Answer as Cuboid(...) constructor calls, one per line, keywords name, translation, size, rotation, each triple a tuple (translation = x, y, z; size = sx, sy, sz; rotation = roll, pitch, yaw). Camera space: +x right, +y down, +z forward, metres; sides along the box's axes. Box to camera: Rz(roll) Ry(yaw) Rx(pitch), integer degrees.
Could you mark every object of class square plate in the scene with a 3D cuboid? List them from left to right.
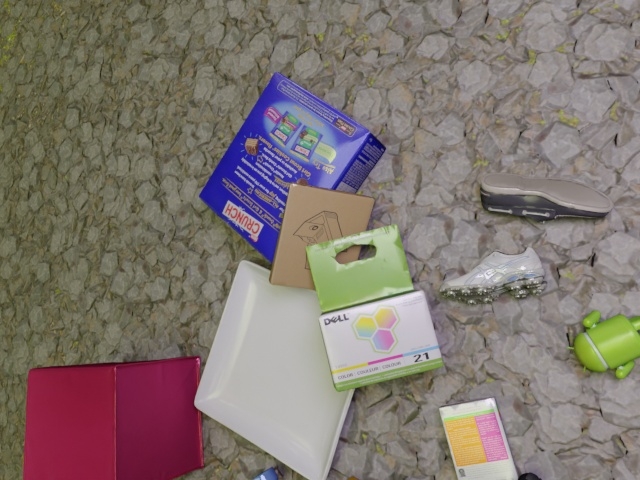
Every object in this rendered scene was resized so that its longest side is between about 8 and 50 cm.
Cuboid(name="square plate", translation=(-0.077, 0.253, 1.006), size=(0.347, 0.049, 0.344), rotation=(19, 92, 29))

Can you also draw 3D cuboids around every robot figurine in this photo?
Cuboid(name="robot figurine", translation=(0.441, 0.156, 0.741), size=(0.115, 0.067, 0.101), rotation=(-34, 80, 20))

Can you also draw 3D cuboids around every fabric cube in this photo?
Cuboid(name="fabric cube", translation=(-0.435, 0.389, 1.055), size=(0.258, 0.259, 0.254), rotation=(-11, 77, 24))

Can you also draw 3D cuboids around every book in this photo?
Cuboid(name="book", translation=(0.268, 0.346, 0.823), size=(0.096, 0.035, 0.144), rotation=(-18, 75, 21))

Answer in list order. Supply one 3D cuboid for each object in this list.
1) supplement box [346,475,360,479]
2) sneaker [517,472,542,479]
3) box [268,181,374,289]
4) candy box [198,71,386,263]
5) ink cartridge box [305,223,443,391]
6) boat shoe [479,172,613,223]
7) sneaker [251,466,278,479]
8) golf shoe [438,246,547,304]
Cuboid(name="supplement box", translation=(0.080, 0.521, 0.802), size=(0.194, 0.191, 0.129), rotation=(18, 91, 28))
Cuboid(name="sneaker", translation=(0.265, 0.491, 0.760), size=(0.124, 0.107, 0.283), rotation=(13, 91, 34))
Cuboid(name="box", translation=(0.000, 0.000, 0.931), size=(0.021, 0.164, 0.201), rotation=(-123, 45, -65))
Cuboid(name="candy box", translation=(-0.066, -0.140, 1.020), size=(0.268, 0.122, 0.317), rotation=(40, 100, 25))
Cuboid(name="ink cartridge box", translation=(0.085, 0.110, 0.862), size=(0.189, 0.097, 0.255), rotation=(-14, 86, 1))
Cuboid(name="boat shoe", translation=(0.374, -0.065, 0.827), size=(0.206, 0.075, 0.065), rotation=(14, 132, 23))
Cuboid(name="sneaker", translation=(-0.147, 0.556, 0.983), size=(0.090, 0.081, 0.232), rotation=(47, 111, 22))
Cuboid(name="golf shoe", translation=(0.293, 0.060, 0.847), size=(0.176, 0.069, 0.086), rotation=(-11, 57, 23))
